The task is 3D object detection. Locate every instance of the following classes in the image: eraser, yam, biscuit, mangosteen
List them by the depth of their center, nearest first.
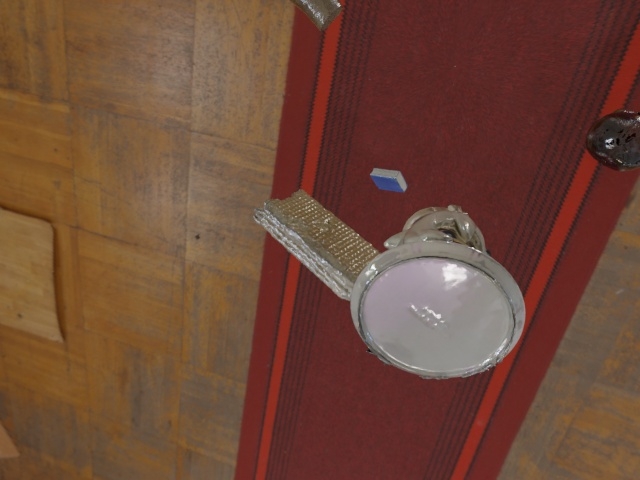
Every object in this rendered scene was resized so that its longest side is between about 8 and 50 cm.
[{"bbox_3d":[0.000,0.000,0.757,0.238,0.108,0.062,40,132,22],"label":"biscuit"},{"bbox_3d":[-0.015,-0.544,0.983,0.127,0.084,0.084,46,117,-1],"label":"yam"},{"bbox_3d":[0.709,-0.240,1.015,0.152,0.152,0.153,6,113,15],"label":"mangosteen"},{"bbox_3d":[0.179,-0.156,1.136,0.084,0.027,0.063,16,156,43],"label":"eraser"}]

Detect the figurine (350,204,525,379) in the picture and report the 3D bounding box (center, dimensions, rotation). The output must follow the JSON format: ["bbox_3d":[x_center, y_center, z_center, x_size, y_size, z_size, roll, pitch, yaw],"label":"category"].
[{"bbox_3d":[0.100,0.026,0.385,0.132,0.154,0.133,7,120,12],"label":"figurine"}]
